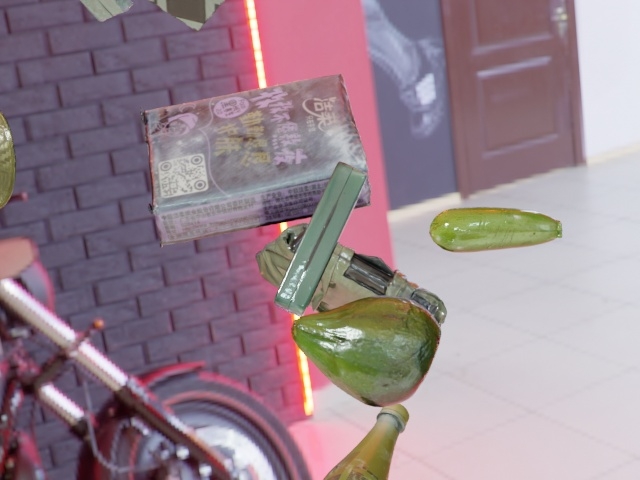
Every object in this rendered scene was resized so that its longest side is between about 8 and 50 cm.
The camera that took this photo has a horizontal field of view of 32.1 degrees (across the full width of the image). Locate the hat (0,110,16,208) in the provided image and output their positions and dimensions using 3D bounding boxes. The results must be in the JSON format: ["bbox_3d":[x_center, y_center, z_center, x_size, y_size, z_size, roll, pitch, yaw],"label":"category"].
[{"bbox_3d":[-0.473,-0.111,1.499,0.067,0.146,0.146,-6,10,-41],"label":"hat"}]

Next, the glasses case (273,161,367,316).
[{"bbox_3d":[0.000,0.000,1.321,0.039,0.184,0.078,25,-7,2],"label":"glasses case"}]

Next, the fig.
[{"bbox_3d":[0.044,0.110,1.197,0.156,0.123,0.123,23,15,-3],"label":"fig"}]

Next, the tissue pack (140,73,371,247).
[{"bbox_3d":[-0.109,-0.140,1.853,0.361,0.122,0.259,-11,49,-3],"label":"tissue pack"}]

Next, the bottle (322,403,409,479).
[{"bbox_3d":[0.045,0.301,1.358,0.083,0.083,0.270,1,35,30],"label":"bottle"}]

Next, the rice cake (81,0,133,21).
[{"bbox_3d":[-0.414,-0.468,1.927,0.085,0.226,0.040,0,57,31],"label":"rice cake"}]

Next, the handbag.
[{"bbox_3d":[0.050,0.080,1.773,0.315,0.109,0.253,30,-14,-5],"label":"handbag"}]

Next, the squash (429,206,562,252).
[{"bbox_3d":[0.254,-0.015,1.595,0.201,0.066,0.066,0,13,-11],"label":"squash"}]

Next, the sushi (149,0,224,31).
[{"bbox_3d":[-0.209,-0.443,1.454,0.292,0.294,0.059,-39,25,51],"label":"sushi"}]
